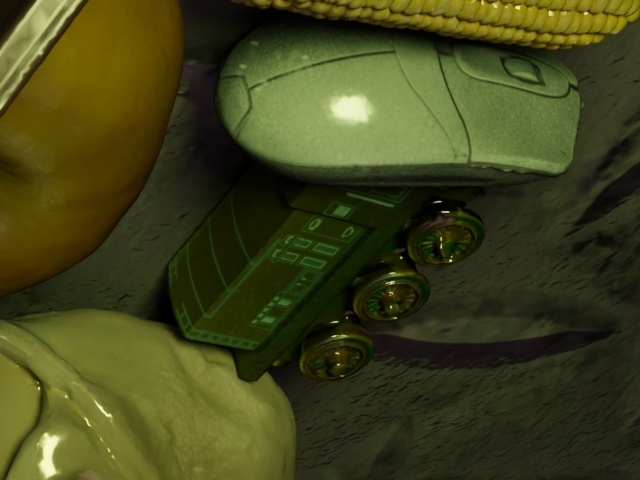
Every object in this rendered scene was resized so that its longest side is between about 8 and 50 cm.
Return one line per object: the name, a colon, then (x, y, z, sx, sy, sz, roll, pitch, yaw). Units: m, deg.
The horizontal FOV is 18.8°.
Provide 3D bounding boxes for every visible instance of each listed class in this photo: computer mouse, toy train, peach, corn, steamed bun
computer mouse: (0.056, -0.082, 1.042, 0.229, 0.113, 0.068, -4, 155, -25)
toy train: (0.000, 0.000, 1.159, 0.137, 0.090, 0.225, 13, 134, -33)
peach: (-0.187, -0.073, 0.883, 0.251, 0.153, 0.251, -4, 137, -4)
corn: (0.057, -0.148, 0.961, 0.244, 0.093, 0.093, 3, 140, -34)
steamed bun: (-0.190, 0.215, 1.210, 0.352, 0.247, 0.339, 9, 138, -46)

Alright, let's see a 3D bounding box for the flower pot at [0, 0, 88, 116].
flower pot: (-0.191, -0.164, 0.703, 0.251, 0.084, 0.179, 38, 86, -22)
